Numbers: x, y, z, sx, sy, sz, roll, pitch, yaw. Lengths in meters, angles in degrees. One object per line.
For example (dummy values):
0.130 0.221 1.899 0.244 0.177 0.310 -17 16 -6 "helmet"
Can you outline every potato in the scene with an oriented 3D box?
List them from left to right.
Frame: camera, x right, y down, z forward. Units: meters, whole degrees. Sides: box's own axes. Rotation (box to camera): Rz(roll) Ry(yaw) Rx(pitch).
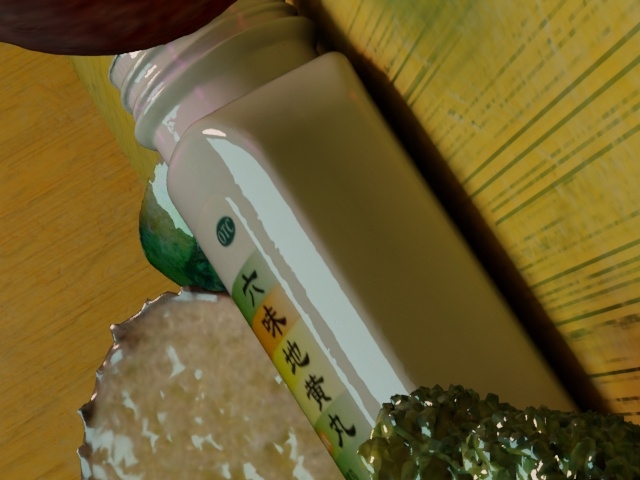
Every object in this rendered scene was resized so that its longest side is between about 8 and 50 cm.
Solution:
0.014 0.169 1.141 0.237 0.301 0.288 -3 -87 -63 "potato"

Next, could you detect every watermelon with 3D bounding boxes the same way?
-0.031 -0.004 1.142 0.146 0.128 0.231 44 161 20 "watermelon"

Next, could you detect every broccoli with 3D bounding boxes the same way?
0.052 0.244 0.676 0.221 0.361 0.252 28 171 11 "broccoli"

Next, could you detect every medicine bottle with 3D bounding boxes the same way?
0.013 0.014 0.912 0.324 0.124 0.179 59 166 12 "medicine bottle"

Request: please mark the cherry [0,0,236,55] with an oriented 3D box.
-0.122 -0.175 0.723 0.239 0.206 0.239 46 158 24 "cherry"
